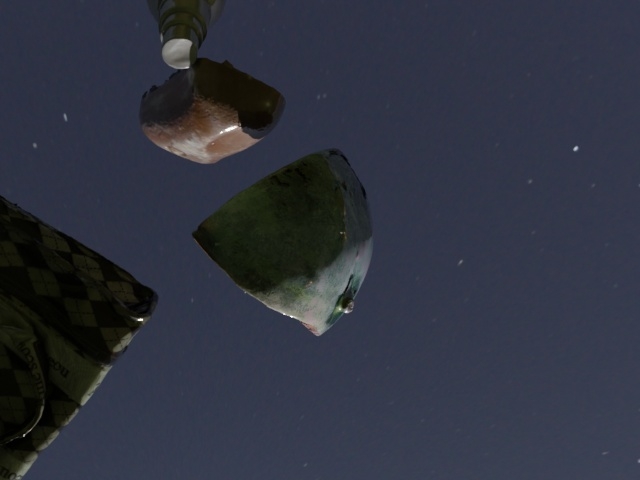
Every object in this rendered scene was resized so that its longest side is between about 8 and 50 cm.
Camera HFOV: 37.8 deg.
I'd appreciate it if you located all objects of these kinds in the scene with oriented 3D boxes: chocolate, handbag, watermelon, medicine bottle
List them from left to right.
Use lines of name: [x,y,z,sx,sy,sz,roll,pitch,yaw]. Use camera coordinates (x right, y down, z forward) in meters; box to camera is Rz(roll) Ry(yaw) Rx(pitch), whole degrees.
handbag: [-0.464,0.151,1.235,0.317,0.180,0.416,39,-87,-13]
medicine bottle: [-0.186,-0.350,1.302,0.110,0.110,0.351,3,-139,-7]
chocolate: [-0.162,-0.161,1.305,0.161,0.261,0.083,21,-109,-25]
watermelon: [0.004,0.005,1.208,0.188,0.322,0.175,-43,-102,16]
